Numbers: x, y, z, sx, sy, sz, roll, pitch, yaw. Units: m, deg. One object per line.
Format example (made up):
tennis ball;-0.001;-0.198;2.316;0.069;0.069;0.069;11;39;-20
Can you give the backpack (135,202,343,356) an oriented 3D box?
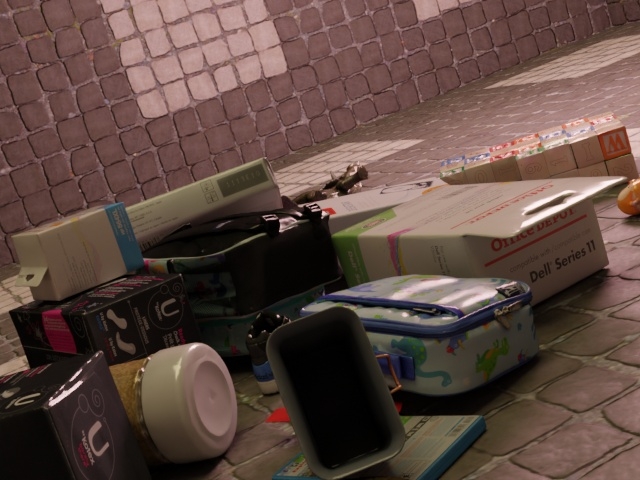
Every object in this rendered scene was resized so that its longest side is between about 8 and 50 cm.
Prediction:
backpack;-0.119;0.053;1.438;0.253;0.191;0.225;-1;12;36

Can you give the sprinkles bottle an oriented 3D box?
sprinkles bottle;-0.270;0.203;1.165;0.355;0.121;0.121;-14;12;21

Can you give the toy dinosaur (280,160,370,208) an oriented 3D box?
toy dinosaur;0.007;-0.061;2.000;0.313;0.121;0.160;-30;1;-41

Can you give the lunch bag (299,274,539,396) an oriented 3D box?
lunch bag;0.098;0.092;1.094;0.176;0.090;0.219;-17;13;-41

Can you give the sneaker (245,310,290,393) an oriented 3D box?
sneaker;-0.038;0.115;1.293;0.058;0.085;0.152;-11;14;34

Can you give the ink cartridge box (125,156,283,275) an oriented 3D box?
ink cartridge box;-0.188;-0.005;1.618;0.275;0.060;0.239;-21;-21;-6

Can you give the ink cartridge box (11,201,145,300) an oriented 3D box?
ink cartridge box;-0.317;0.017;1.366;0.143;0.090;0.092;-23;11;-36

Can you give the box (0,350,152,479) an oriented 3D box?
box;-0.320;0.231;1.008;0.270;0.165;0.143;-17;11;13

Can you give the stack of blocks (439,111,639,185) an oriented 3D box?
stack of blocks;0.347;-0.114;1.733;0.297;0.087;0.171;-16;12;12

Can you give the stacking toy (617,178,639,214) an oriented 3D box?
stacking toy;0.515;-0.111;1.381;0.302;0.166;0.175;-29;8;36

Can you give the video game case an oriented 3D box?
video game case;0.052;0.192;0.970;0.166;0.015;0.119;-8;16;42

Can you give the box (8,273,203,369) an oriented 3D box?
box;-0.263;0.138;1.354;0.142;0.163;0.247;-24;12;-33

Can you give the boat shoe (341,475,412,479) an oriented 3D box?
boat shoe;0.012;0.221;0.855;0.153;0.048;0.056;-10;-2;12

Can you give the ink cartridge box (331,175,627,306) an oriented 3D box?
ink cartridge box;0.199;0.011;1.311;0.207;0.119;0.353;-24;12;-28

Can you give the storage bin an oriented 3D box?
storage bin;0.018;0.133;0.922;0.098;0.135;0.091;-21;-15;-5

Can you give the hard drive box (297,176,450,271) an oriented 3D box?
hard drive box;0.093;-0.023;1.641;0.232;0.089;0.181;-12;11;-5

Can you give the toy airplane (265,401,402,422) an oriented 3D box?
toy airplane;0.023;0.158;1.075;0.151;0.028;0.151;-10;4;1
